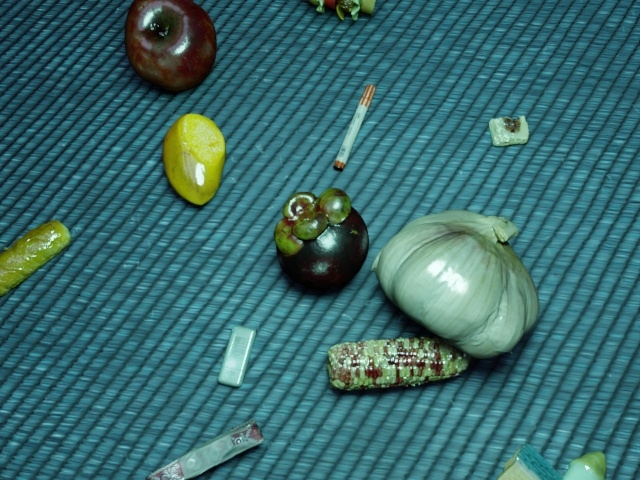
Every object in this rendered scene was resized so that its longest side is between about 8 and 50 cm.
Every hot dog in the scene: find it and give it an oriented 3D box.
[{"bbox_3d":[-0.671,0.062,1.364,0.088,0.061,0.286,41,76,6],"label":"hot dog"}]

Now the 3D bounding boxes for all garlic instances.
[{"bbox_3d":[0.264,0.077,1.187,0.322,0.240,0.321,3,40,-2],"label":"garlic"}]

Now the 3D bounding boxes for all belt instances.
[{"bbox_3d":[-0.218,0.410,1.188,0.232,0.071,0.053,-27,75,-4],"label":"belt"}]

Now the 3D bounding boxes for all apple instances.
[{"bbox_3d":[-0.347,-0.460,1.472,0.234,0.234,0.233,-1,67,3],"label":"apple"}]

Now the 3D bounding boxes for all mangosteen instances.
[{"bbox_3d":[0.000,0.000,1.271,0.210,0.210,0.209,-1,67,3],"label":"mangosteen"}]

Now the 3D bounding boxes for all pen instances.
[{"bbox_3d":[0.081,-0.266,1.468,0.028,0.028,0.239,18,70,11],"label":"pen"}]

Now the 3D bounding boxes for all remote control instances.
[{"bbox_3d":[-0.170,0.235,1.281,0.053,0.018,0.124,11,69,7],"label":"remote control"}]

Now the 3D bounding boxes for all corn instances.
[{"bbox_3d":[0.155,0.235,1.222,0.290,0.098,0.098,-5,67,-2],"label":"corn"}]

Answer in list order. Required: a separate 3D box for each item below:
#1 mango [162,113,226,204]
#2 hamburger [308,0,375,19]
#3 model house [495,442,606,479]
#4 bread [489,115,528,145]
[{"bbox_3d":[-0.283,-0.177,1.419,0.141,0.102,0.217,-4,68,-24],"label":"mango"},{"bbox_3d":[0.046,-0.679,1.512,0.212,0.274,0.274,11,68,0],"label":"hamburger"},{"bbox_3d":[0.382,0.487,1.078,0.325,0.194,0.267,-35,65,-26],"label":"model house"},{"bbox_3d":[0.432,-0.250,1.437,0.083,0.035,0.070,-1,69,0],"label":"bread"}]
